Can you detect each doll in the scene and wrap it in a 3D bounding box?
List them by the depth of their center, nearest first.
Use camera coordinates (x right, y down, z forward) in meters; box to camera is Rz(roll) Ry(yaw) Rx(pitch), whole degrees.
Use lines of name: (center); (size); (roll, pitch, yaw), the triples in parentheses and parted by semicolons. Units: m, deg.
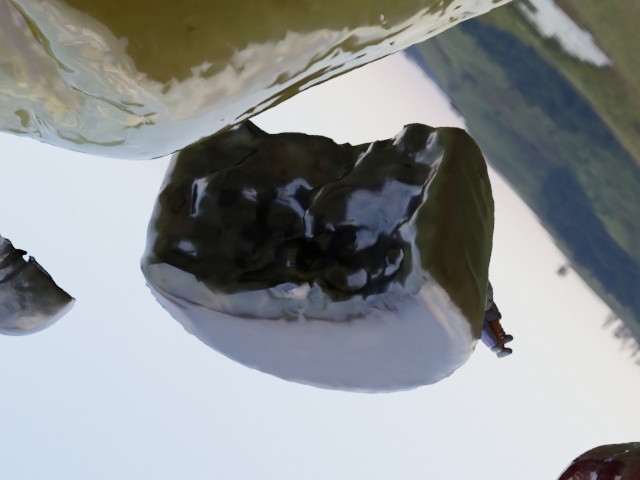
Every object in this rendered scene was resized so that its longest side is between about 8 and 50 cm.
doll: (0.201, 0.068, 1.611); (0.227, 0.075, 0.102); (56, -156, -19)

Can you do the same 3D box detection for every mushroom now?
mushroom: (-0.408, 0.060, 1.510); (0.188, 0.117, 0.141); (25, 169, 40)

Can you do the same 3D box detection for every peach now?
peach: (0.297, 0.248, 1.095); (0.152, 0.152, 0.152); (45, -170, -10)

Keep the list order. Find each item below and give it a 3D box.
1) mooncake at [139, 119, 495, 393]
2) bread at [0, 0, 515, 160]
mooncake: (0.000, 0.000, 1.346); (0.394, 0.393, 0.246); (25, -128, -9)
bread: (-0.083, -0.196, 0.478); (0.210, 0.341, 0.301); (104, 142, -74)
